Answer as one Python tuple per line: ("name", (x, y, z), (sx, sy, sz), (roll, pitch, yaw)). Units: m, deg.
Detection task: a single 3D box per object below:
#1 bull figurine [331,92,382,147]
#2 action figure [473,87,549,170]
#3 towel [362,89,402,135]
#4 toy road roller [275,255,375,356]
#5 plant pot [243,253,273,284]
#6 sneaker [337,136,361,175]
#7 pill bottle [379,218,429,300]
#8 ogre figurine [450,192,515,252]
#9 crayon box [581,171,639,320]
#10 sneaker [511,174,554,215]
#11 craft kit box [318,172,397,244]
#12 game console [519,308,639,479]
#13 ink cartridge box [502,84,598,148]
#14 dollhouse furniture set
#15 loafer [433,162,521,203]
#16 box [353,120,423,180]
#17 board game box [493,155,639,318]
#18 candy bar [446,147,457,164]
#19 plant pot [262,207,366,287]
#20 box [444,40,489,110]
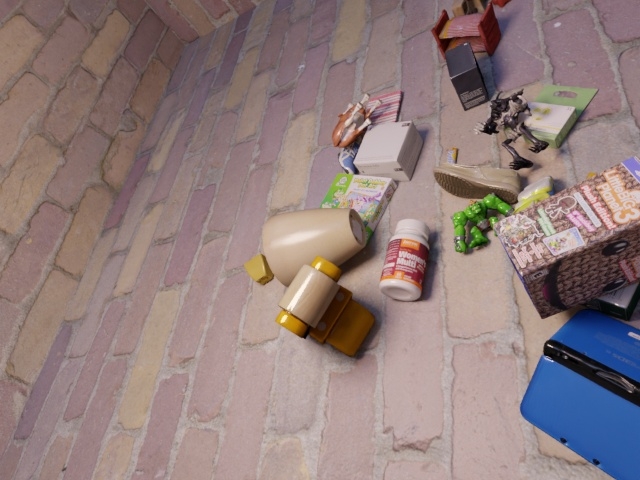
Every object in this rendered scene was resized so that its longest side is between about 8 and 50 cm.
("bull figurine", (0.131, -0.460, 1.755), (0.188, 0.101, 0.310), (-42, 18, 40))
("action figure", (0.547, -0.346, 1.345), (0.164, 0.141, 0.275), (-44, 48, 35))
("towel", (0.249, -0.507, 1.840), (0.144, 0.029, 0.197), (-6, 59, 35))
("toy road roller", (0.027, 0.202, 1.287), (0.241, 0.329, 0.202), (31, 79, 9))
("plant pot", (-0.219, 0.113, 1.694), (0.081, 0.081, 0.083), (-33, 55, 13))
("sneaker", (0.118, -0.331, 1.766), (0.081, 0.080, 0.211), (-21, 49, 25))
("pill bottle", (0.251, 0.055, 1.349), (0.121, 0.121, 0.221), (-3, 58, 36))
("ogre figurine", (0.454, -0.055, 1.304), (0.197, 0.097, 0.118), (-39, 60, 28))
("crayon box", (0.679, 0.004, 1.092), (0.203, 0.083, 0.323), (22, 75, 44))
("sneaker", (0.588, -0.074, 1.230), (0.240, 0.126, 0.091), (-43, 6, -36))
("craft kit box", (0.112, -0.119, 1.634), (0.250, 0.061, 0.246), (12, 64, 42))
("game console", (0.614, 0.317, 0.950), (0.250, 0.173, 0.293), (-28, 37, -28))
("ink cartridge box", (0.696, -0.396, 1.400), (0.171, 0.056, 0.235), (29, 81, 46))
("dollhouse furniture set", (0.600, -0.880, 1.758), (0.201, 0.152, 0.374), (12, 67, 42))
("loafer", (0.471, -0.182, 1.382), (0.269, 0.102, 0.092), (22, 64, 31))
("box", (0.242, -0.312, 1.631), (0.181, 0.119, 0.181), (4, 62, 39))
("board game box", (0.550, 0.008, 0.958), (0.291, 0.232, 0.141), (-28, 47, 18))
("candy bar", (0.425, -0.240, 1.513), (0.040, 0.018, 0.161), (-6, 57, 34))
("plant pot", (0.000, 0.000, 1.485), (0.274, 0.256, 0.256), (-18, 50, 24))
("box", (0.505, -0.567, 1.593), (0.093, 0.158, 0.156), (-19, 49, 26))
